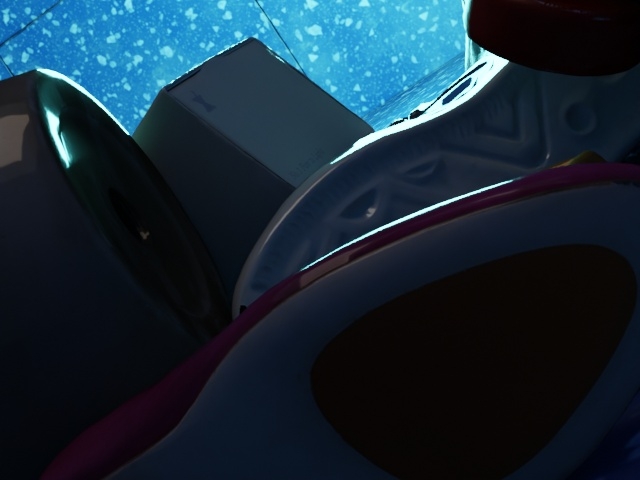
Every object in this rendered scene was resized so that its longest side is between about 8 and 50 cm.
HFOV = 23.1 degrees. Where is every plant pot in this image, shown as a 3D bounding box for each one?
[{"bbox_3d":[-0.212,0.058,0.875,0.280,0.323,0.323,-34,7,9],"label":"plant pot"}]

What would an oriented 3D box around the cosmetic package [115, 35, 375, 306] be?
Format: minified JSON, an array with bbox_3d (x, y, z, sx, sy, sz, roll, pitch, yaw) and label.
[{"bbox_3d":[-0.107,0.029,1.057,0.309,0.113,0.160,-54,-4,28],"label":"cosmetic package"}]

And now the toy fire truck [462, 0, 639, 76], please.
[{"bbox_3d":[0.232,-0.180,0.834,0.302,0.169,0.254,22,29,29],"label":"toy fire truck"}]

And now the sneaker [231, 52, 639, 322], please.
[{"bbox_3d":[0.066,-0.009,0.974,0.323,0.130,0.236,-41,-2,-17],"label":"sneaker"}]

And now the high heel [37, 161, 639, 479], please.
[{"bbox_3d":[-0.002,0.060,0.672,0.377,0.127,0.181,-34,14,24],"label":"high heel"}]

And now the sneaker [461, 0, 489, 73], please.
[{"bbox_3d":[0.157,-0.204,1.276,0.099,0.282,0.153,-12,11,-5],"label":"sneaker"}]

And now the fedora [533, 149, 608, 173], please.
[{"bbox_3d":[0.103,0.016,0.714,0.194,0.079,0.194,-33,6,4],"label":"fedora"}]
